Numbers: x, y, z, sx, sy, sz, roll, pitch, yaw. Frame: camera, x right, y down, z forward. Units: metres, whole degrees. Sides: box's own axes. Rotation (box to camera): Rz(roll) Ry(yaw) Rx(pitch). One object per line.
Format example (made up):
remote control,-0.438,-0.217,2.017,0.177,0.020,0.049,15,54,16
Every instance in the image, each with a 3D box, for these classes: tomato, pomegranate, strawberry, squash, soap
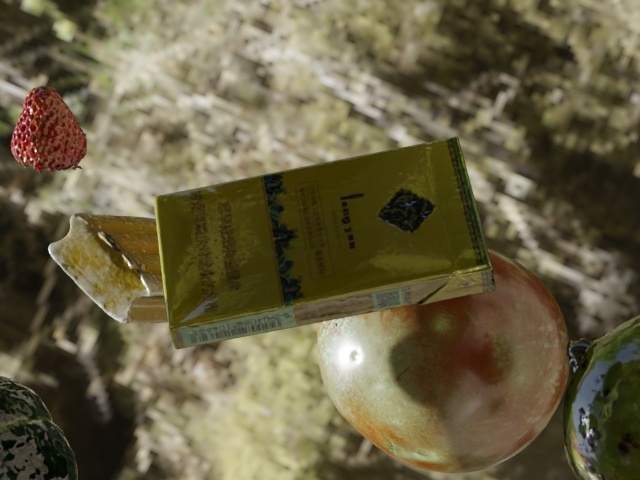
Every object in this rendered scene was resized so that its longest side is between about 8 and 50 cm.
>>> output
tomato,0.121,0.126,2.069,0.270,0.270,0.222,76,-146,-60
pomegranate,0.334,0.164,1.781,0.198,0.246,0.198,-167,90,-73
strawberry,-0.251,-0.103,1.843,0.073,0.073,0.083,-30,-50,-59
squash,-0.360,0.253,1.969,0.165,0.252,0.252,-11,-56,-56
soap,-0.217,0.034,2.406,0.073,0.140,0.232,-49,-15,13

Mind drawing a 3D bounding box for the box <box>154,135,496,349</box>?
box,-0.001,0.000,1.714,0.041,0.279,0.153,79,180,-49
